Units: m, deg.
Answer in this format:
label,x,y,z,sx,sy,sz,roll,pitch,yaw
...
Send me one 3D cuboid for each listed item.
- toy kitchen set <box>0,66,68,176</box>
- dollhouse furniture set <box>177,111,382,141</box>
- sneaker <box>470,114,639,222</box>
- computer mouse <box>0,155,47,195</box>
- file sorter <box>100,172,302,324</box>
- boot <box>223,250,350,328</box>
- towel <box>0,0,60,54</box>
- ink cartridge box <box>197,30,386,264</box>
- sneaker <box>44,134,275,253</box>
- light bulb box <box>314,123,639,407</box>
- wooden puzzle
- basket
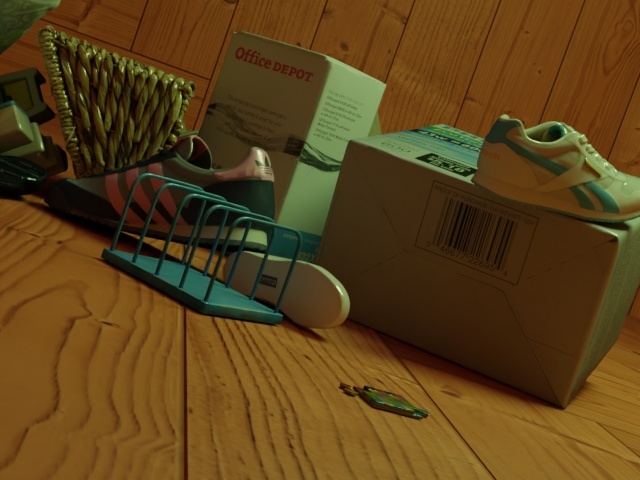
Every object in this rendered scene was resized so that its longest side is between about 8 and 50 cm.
label,x,y,z,sx,sy,sz,roll,pitch,yaw
toy kitchen set,-0.437,-0.168,1.535,0.122,0.166,0.207,-18,-15,1
dollhouse furniture set,-0.089,-0.109,2.055,0.394,0.256,0.362,-15,12,-11
sneaker,0.286,-0.080,1.309,0.228,0.092,0.087,9,17,-24
computer mouse,-0.395,-0.066,1.380,0.071,0.041,0.242,25,12,7
file sorter,-0.121,0.006,1.215,0.170,0.104,0.118,23,5,40
boot,-0.018,0.053,1.300,0.190,0.069,0.086,22,8,43
towel,-0.576,-0.294,1.527,0.320,0.374,0.090,12,51,-57
ink cartridge box,-0.067,-0.124,1.677,0.129,0.307,0.223,14,8,-46
sneaker,-0.192,-0.066,1.412,0.319,0.131,0.112,10,-3,24
light bulb box,0.229,0.012,1.522,0.358,0.225,0.361,22,17,20
wooden puzzle,0.058,0.141,1.013,0.083,0.006,0.049,18,5,-24
basket,-0.326,-0.166,1.656,0.223,0.213,0.299,19,3,-15
